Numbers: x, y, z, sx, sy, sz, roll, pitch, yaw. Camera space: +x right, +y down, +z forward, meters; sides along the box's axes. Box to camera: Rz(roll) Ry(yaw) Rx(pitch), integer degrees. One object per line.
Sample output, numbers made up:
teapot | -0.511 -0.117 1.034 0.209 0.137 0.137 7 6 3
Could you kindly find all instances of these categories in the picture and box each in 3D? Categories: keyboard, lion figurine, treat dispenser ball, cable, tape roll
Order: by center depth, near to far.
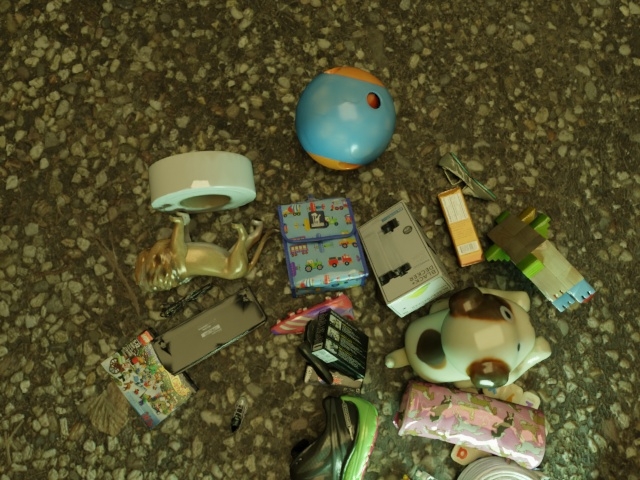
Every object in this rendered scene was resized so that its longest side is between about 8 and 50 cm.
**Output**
tape roll | -0.324 -0.153 1.294 0.287 0.286 0.100 -9 82 -5
cable | 0.502 0.735 1.296 0.257 0.089 0.257 25 91 0
lion figurine | -0.324 0.049 1.335 0.393 0.142 0.240 7 103 -9
treat dispenser ball | 0.071 -0.347 1.342 0.289 0.288 0.287 1 82 -3
keyboard | -0.334 0.227 1.343 0.317 0.033 0.201 -28 82 -17

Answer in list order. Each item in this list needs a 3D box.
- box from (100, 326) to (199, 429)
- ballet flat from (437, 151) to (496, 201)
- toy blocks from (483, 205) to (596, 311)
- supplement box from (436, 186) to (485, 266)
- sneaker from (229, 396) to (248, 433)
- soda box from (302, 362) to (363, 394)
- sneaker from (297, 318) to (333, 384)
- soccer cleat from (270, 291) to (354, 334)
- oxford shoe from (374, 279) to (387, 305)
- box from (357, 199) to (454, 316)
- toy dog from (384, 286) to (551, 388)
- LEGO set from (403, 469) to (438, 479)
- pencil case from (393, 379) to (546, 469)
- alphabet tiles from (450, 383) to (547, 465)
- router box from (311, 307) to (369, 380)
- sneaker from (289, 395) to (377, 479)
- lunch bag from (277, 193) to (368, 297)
box | -0.481 0.387 1.323 0.159 0.044 0.233 -39 86 -8
ballet flat | 0.453 -0.184 1.462 0.213 0.072 0.068 47 109 4
toy blocks | 0.626 0.076 1.307 0.261 0.381 0.191 44 105 -8
supplement box | 0.424 -0.039 1.421 0.080 0.078 0.233 -16 82 9
sneaker | -0.230 0.493 1.310 0.038 0.069 0.098 13 81 -2
soda box | 0.036 0.397 1.345 0.169 0.060 0.053 13 82 -2
sneaker | 0.001 0.310 1.301 0.089 0.051 0.170 -42 97 -29
soccer cleat | -0.021 0.232 1.359 0.248 0.083 0.095 -23 88 -9
oxford shoe | 0.225 0.087 1.386 0.083 0.096 0.227 24 83 -2
box | 0.228 0.044 1.294 0.169 0.087 0.289 -32 46 17
toy dog | 0.378 0.241 1.203 0.396 0.408 0.284 -1 74 -4
LEGO set | 0.233 0.776 1.277 0.132 0.107 0.286 24 81 0
pencil case | 0.402 0.497 1.277 0.387 0.160 0.167 13 86 8
alphabet tiles | 0.513 0.548 1.370 0.284 0.021 0.277 28 82 1
router box | 0.060 0.289 1.299 0.179 0.046 0.133 41 41 -28
sneaker | 0.001 0.653 1.271 0.202 0.185 0.482 19 77 18
lunch bag | 0.000 0.000 1.385 0.221 0.138 0.293 -10 70 -4
